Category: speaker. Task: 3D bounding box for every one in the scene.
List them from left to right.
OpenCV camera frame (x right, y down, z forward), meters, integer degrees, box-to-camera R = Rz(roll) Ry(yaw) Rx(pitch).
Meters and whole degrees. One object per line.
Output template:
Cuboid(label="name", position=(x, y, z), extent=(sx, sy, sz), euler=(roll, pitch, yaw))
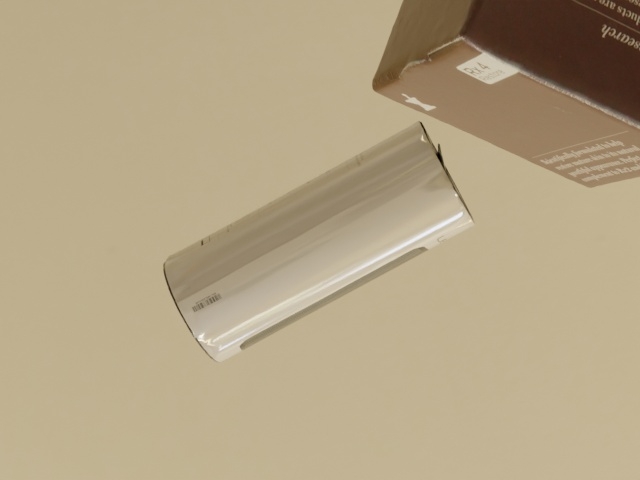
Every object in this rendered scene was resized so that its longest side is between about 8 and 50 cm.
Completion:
Cuboid(label="speaker", position=(0.000, 0.000, 0.760), extent=(0.136, 0.055, 0.055), euler=(-29, -98, 6))

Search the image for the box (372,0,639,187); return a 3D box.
Cuboid(label="box", position=(0.160, -0.161, 1.006), extent=(0.203, 0.167, 0.168), euler=(-69, -166, -9))
